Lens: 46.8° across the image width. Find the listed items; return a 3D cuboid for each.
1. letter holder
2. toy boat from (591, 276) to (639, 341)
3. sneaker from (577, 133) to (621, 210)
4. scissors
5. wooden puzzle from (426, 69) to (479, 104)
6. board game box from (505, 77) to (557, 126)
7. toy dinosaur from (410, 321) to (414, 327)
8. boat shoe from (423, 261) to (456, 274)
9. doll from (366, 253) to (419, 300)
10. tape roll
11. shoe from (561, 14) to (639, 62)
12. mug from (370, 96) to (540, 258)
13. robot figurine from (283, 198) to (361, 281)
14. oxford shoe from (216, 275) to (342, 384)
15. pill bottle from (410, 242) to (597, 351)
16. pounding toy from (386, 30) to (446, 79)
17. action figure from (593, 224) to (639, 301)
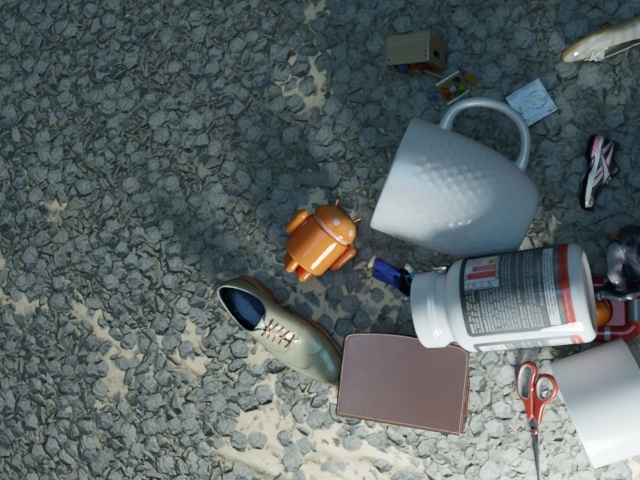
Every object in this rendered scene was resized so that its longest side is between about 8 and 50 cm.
[{"bbox_3d":[0.207,0.329,1.795,0.302,0.152,0.214,5,89,15],"label":"letter holder"},{"bbox_3d":[0.618,0.159,1.677,0.231,0.151,0.150,-2,89,15],"label":"toy boat"},{"bbox_3d":[0.652,-0.154,1.713,0.077,0.072,0.178,10,98,5],"label":"sneaker"},{"bbox_3d":[0.507,0.435,1.774,0.109,0.021,0.297,20,114,45],"label":"scissors"},{"bbox_3d":[0.325,-0.373,1.808,0.116,0.078,0.014,-36,39,18],"label":"wooden puzzle"},{"bbox_3d":[0.507,-0.328,1.777,0.090,0.020,0.090,-30,83,14],"label":"board game box"},{"bbox_3d":[0.317,0.203,1.823,0.183,0.053,0.092,11,108,23],"label":"toy dinosaur"},{"bbox_3d":[0.314,0.078,1.821,0.125,0.038,0.046,-6,88,16],"label":"boat shoe"},{"bbox_3d":[0.208,0.097,1.824,0.189,0.129,0.046,24,51,18],"label":"doll"},{"bbox_3d":[0.633,0.355,1.626,0.169,0.246,0.246,-24,84,15],"label":"tape roll"},{"bbox_3d":[0.667,-0.455,1.703,0.219,0.076,0.058,-21,79,13],"label":"shoe"},{"bbox_3d":[0.333,-0.142,1.690,0.328,0.276,0.374,22,102,5],"label":"mug"},{"bbox_3d":[-0.001,-0.001,1.862,0.219,0.128,0.158,-47,72,11],"label":"robot figurine"},{"bbox_3d":[-0.109,0.239,1.882,0.397,0.146,0.140,34,98,13],"label":"oxford shoe"},{"bbox_3d":[0.393,0.131,1.601,0.363,0.210,0.210,-9,87,25],"label":"pill bottle"},{"bbox_3d":[0.248,-0.439,1.803,0.130,0.141,0.100,2,90,30],"label":"pounding toy"},{"bbox_3d":[0.757,0.012,1.576,0.342,0.330,0.178,-19,96,-15],"label":"action figure"}]
